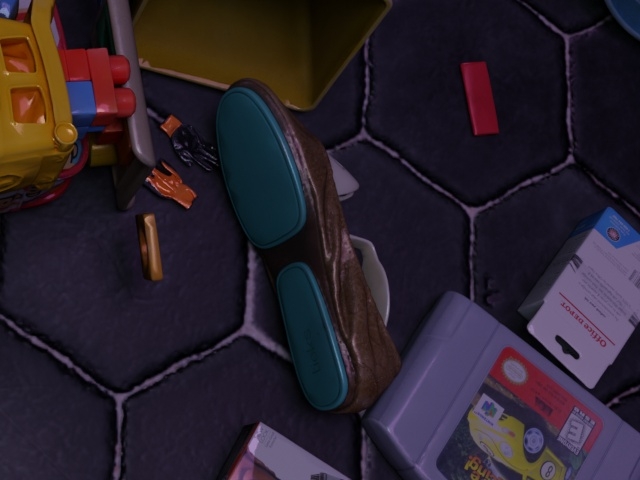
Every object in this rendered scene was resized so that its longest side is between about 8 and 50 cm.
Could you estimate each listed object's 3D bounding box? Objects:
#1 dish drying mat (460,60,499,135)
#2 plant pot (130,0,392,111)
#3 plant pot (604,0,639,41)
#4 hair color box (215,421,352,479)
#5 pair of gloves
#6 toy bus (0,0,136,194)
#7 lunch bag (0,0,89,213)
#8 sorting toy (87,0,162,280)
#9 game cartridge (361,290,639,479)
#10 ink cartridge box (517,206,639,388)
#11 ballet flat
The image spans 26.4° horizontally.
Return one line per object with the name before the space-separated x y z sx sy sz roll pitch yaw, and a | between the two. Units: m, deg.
dish drying mat | 0.175 -0.156 1.505 0.032 0.008 0.083 -6 81 -22
plant pot | -0.062 -0.279 1.342 0.212 0.212 0.187 14 60 -18
plant pot | 0.468 -0.383 1.552 0.272 0.271 0.255 27 54 -14
hair color box | -0.019 0.257 1.306 0.167 0.053 0.093 33 69 -10
pair of gloves | -0.143 -0.078 1.359 0.074 0.010 0.083 37 64 -9
toy bus | -0.266 -0.145 1.119 0.211 0.149 0.220 -10 75 -22
lunch bag | -0.371 -0.143 1.223 0.293 0.120 0.258 -11 82 -23
sorting toy | -0.195 -0.130 1.252 0.047 0.196 0.347 -8 81 -15
game cartridge | 0.194 0.213 1.403 0.294 0.060 0.196 37 71 -10
ink cartridge box | 0.287 0.066 1.468 0.104 0.060 0.180 43 66 -8
ballet flat | 0.000 0.000 1.352 0.124 0.116 0.342 -15 82 -44
